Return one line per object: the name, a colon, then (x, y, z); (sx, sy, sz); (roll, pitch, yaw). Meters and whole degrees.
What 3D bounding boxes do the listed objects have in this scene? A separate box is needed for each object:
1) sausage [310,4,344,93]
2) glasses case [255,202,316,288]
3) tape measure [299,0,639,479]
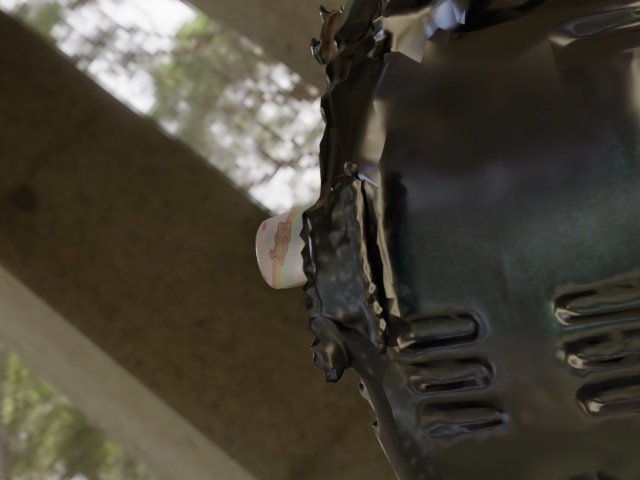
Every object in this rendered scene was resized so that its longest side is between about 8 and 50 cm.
sausage: (0.169, -0.143, 1.026); (0.371, 0.082, 0.082); (-20, -33, -22)
glasses case: (0.000, 0.000, 0.794); (0.021, 0.032, 0.083); (-5, -7, -38)
tape measure: (0.085, -0.001, 0.400); (0.112, 0.199, 0.186); (-13, 16, 36)
